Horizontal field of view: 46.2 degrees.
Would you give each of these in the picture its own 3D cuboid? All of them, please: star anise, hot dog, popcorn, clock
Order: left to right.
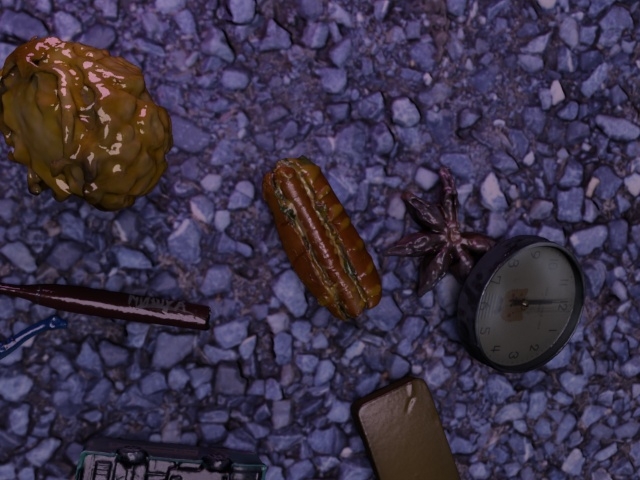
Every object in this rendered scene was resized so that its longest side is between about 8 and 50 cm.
[{"bbox_3d":[-0.307,-0.144,0.970,0.190,0.250,0.250,-34,100,-27],"label":"popcorn"},{"bbox_3d":[0.000,0.000,1.123,0.115,0.072,0.269,-32,100,-2],"label":"hot dog"},{"bbox_3d":[0.194,0.008,1.171,0.172,0.063,0.208,-40,101,-7],"label":"star anise"},{"bbox_3d":[0.319,0.103,1.179,0.226,0.049,0.225,-7,109,-23],"label":"clock"}]

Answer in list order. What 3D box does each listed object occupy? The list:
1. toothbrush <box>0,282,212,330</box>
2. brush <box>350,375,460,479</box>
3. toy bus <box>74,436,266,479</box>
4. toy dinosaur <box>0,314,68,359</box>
[{"bbox_3d":[-0.335,0.086,1.059,0.364,0.041,0.040,10,90,-14],"label":"toothbrush"},{"bbox_3d":[0.131,0.320,1.172,0.123,0.059,0.197,-21,98,-15],"label":"brush"},{"bbox_3d":[-0.212,0.336,1.065,0.262,0.109,0.091,11,88,-15],"label":"toy bus"},{"bbox_3d":[-0.520,0.153,1.003,0.329,0.076,0.144,9,83,-16],"label":"toy dinosaur"}]
